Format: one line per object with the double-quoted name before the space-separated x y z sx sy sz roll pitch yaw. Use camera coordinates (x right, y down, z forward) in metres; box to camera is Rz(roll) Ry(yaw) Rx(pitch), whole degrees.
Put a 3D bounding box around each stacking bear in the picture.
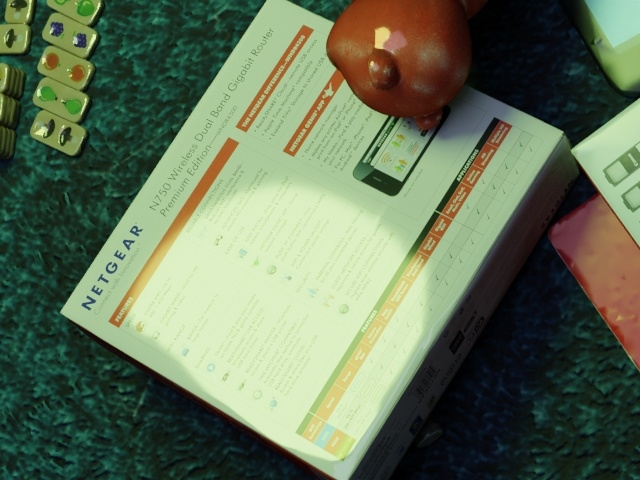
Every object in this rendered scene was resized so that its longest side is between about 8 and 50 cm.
"stacking bear" 0.077 -0.236 1.496 0.164 0.175 0.289 -1 69 25

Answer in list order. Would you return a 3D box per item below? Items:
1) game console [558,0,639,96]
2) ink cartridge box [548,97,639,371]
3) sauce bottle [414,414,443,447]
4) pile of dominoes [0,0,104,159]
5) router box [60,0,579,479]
"game console" 0.266 -0.309 1.480 0.173 0.250 0.293 -24 70 -11
"ink cartridge box" 0.340 0.023 1.401 0.272 0.130 0.309 -38 68 13
"sauce bottle" 0.059 0.114 1.551 0.042 0.042 0.128 -39 70 12
"pile of dominoes" -0.302 -0.203 1.764 0.196 0.040 0.251 3 81 23
"router box" 0.000 0.000 1.538 0.301 0.082 0.335 29 80 25
